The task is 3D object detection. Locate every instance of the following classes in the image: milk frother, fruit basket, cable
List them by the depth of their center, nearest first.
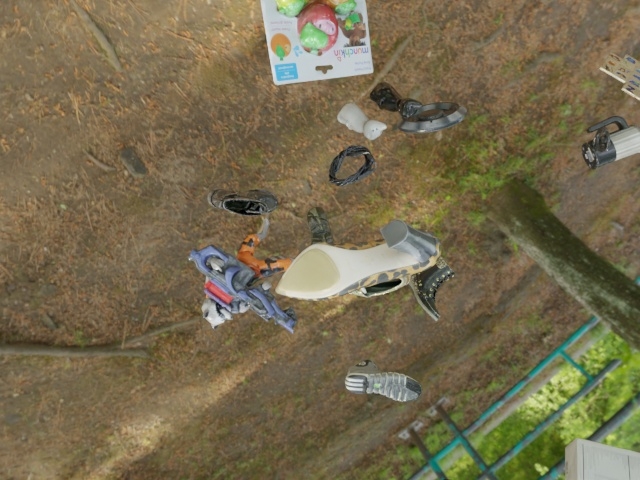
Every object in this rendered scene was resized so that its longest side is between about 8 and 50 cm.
[{"bbox_3d":[-0.001,-0.587,1.129,0.327,0.165,0.353,-19,104,-31],"label":"fruit basket"},{"bbox_3d":[0.826,-0.276,1.270,0.134,0.143,0.129,-22,106,10],"label":"milk frother"},{"bbox_3d":[0.102,-0.269,1.636,0.184,0.151,0.047,-30,150,8],"label":"cable"}]

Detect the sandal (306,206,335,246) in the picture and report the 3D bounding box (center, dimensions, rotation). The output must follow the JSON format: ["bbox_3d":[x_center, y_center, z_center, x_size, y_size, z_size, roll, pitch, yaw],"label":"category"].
[{"bbox_3d":[0.000,0.000,1.478,0.090,0.219,0.060,-13,164,4],"label":"sandal"}]

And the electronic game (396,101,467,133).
[{"bbox_3d":[0.369,-0.408,1.517,0.229,0.229,0.048,-24,119,-14],"label":"electronic game"}]

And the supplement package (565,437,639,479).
[{"bbox_3d":[0.872,0.697,1.343,0.134,0.244,0.139,75,30,-53],"label":"supplement package"}]

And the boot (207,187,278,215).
[{"bbox_3d":[-0.216,-0.108,1.418,0.263,0.229,0.091,0,101,-30],"label":"boot"}]

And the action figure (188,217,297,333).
[{"bbox_3d":[-0.170,0.123,1.229,0.330,0.341,0.178,-40,163,-28],"label":"action figure"}]

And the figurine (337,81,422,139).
[{"bbox_3d":[0.187,-0.403,1.448,0.215,0.209,0.092,-34,127,-5],"label":"figurine"}]

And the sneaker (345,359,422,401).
[{"bbox_3d":[0.190,0.412,1.390,0.228,0.132,0.086,9,104,2],"label":"sneaker"}]

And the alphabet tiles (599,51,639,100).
[{"bbox_3d":[0.906,-0.445,1.280,0.198,0.237,0.009,-45,166,-33],"label":"alphabet tiles"}]

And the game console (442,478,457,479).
[{"bbox_3d":[0.468,0.744,1.251,0.213,0.361,0.044,-10,88,-55],"label":"game console"}]

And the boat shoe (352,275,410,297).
[{"bbox_3d":[0.133,0.119,1.435,0.302,0.103,0.113,-13,103,25],"label":"boat shoe"}]

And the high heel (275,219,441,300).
[{"bbox_3d":[0.069,0.051,0.761,0.261,0.093,0.186,-25,157,26],"label":"high heel"}]

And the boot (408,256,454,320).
[{"bbox_3d":[0.456,0.183,1.802,0.178,0.236,0.085,-37,133,13],"label":"boot"}]
